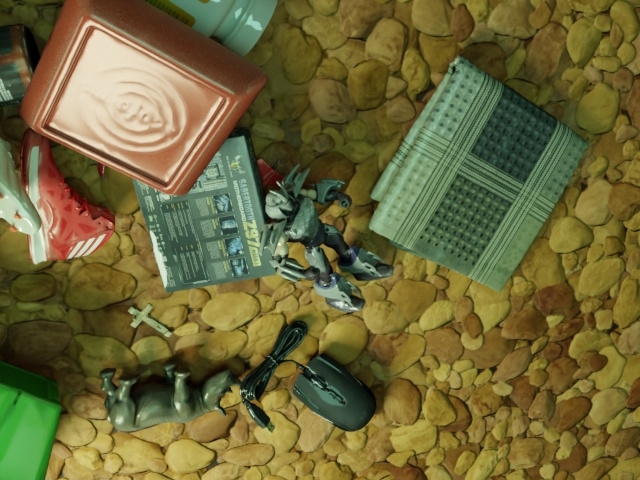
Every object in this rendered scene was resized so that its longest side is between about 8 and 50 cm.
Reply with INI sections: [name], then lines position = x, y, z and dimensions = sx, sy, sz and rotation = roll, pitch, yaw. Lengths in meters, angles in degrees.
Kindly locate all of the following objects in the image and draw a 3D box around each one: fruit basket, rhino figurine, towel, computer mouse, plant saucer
[fruit basket]
position = -0.605, 0.336, 1.103
dimensions = 0.391, 0.283, 0.392
rotation = -1, 94, -22
[rhino figurine]
position = -0.245, 0.261, 1.253
dimensions = 0.243, 0.073, 0.106
rotation = -3, 105, -21
[towel]
position = 0.266, -0.100, 1.274
dimensions = 0.312, 0.056, 0.324
rotation = 25, 99, -24
[computer mouse]
position = -0.015, 0.286, 1.309
dimensions = 0.184, 0.060, 0.262
rotation = -46, 113, -9
[plant saucer]
position = -0.240, -0.177, 0.967
dimensions = 0.258, 0.048, 0.259
rotation = 26, 132, -21

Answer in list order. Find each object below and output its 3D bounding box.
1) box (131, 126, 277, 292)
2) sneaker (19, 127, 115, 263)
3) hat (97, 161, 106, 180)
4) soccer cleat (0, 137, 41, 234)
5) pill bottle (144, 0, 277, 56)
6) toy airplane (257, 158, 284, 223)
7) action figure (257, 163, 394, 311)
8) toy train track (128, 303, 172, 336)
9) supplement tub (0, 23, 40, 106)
[box]
position = -0.176, -0.044, 1.148
dimensions = 0.183, 0.059, 0.233
rotation = -10, 113, 5
[sneaker]
position = -0.371, -0.067, 1.098
dimensions = 0.128, 0.087, 0.221
rotation = -5, 132, -23
[hat]
position = -0.316, -0.245, 1.079
dimensions = 0.173, 0.183, 0.209
rotation = 32, 55, -22
[soccer cleat]
position = -0.430, -0.094, 0.992
dimensions = 0.196, 0.068, 0.076
rotation = 47, 49, 2
[pill bottle]
position = -0.186, -0.359, 1.011
dimensions = 0.245, 0.136, 0.136
rotation = 29, 100, -22
[toy airplane]
position = -0.109, -0.069, 1.193
dimensions = 0.151, 0.028, 0.151
rotation = -4, 109, -12
[action figure]
position = 0.000, 0.000, 1.172
dimensions = 0.285, 0.099, 0.185
rotation = 47, 66, -43
[toy train track]
position = -0.282, 0.136, 1.231
dimensions = 0.083, 0.014, 0.048
rotation = 38, 97, -23
[supplement tub]
position = -0.482, -0.225, 1.001
dimensions = 0.197, 0.106, 0.106
rotation = -12, 112, -10
